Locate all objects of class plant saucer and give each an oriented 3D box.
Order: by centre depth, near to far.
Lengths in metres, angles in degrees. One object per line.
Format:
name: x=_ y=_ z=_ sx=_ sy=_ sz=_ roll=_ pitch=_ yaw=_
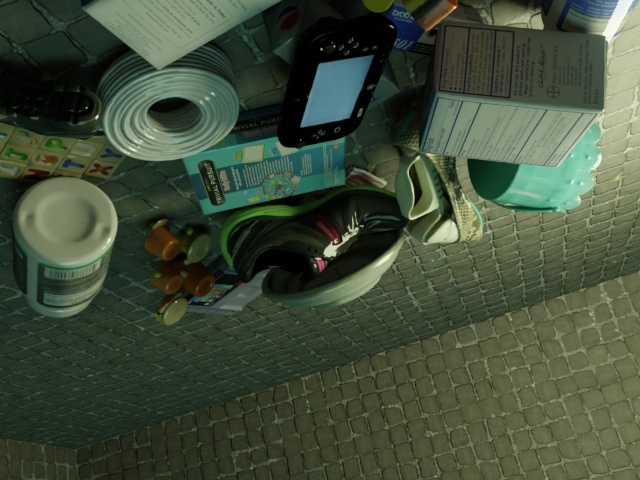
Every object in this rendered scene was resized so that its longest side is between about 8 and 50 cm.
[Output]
plant saucer: x=0.044 y=0.080 z=1.830 sx=0.400 sy=0.101 sz=0.400 roll=-21 pitch=-163 yaw=7

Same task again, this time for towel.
towel: x=0.057 y=-0.117 z=1.790 sx=0.197 sy=0.029 sz=0.144 roll=-31 pitch=151 yaw=32

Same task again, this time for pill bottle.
pill bottle: x=0.474 y=-0.432 z=1.219 sx=0.152 sy=0.152 sz=0.272 roll=-12 pitch=155 yaw=-5
pill bottle: x=-0.569 y=0.031 z=1.548 sx=0.204 sy=0.204 sz=0.361 roll=-2 pitch=156 yaw=-24

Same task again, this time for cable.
cable: x=-0.272 y=-0.248 z=1.263 sx=0.257 sy=0.089 sz=0.257 roll=0 pitch=148 yaw=-29

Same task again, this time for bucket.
bucket: x=0.463 y=-0.200 z=1.564 sx=0.183 sy=0.281 sz=0.281 roll=4 pitch=150 yaw=-16

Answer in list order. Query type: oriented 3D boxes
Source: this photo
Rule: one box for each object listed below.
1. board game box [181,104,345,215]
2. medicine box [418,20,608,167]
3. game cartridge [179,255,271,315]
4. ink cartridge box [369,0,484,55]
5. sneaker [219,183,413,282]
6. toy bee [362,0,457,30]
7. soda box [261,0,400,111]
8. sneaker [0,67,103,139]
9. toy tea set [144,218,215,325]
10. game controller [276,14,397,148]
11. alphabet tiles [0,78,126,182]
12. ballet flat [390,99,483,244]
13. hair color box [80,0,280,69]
board game box: x=-0.116 y=-0.179 z=1.510 sx=0.336 sy=0.079 sz=0.254 roll=-12 pitch=155 yaw=-4
medicine box: x=0.341 y=-0.262 z=1.300 sx=0.289 sy=0.149 sz=0.263 roll=7 pitch=165 yaw=3
game cartridge: x=-0.265 y=0.134 z=2.106 sx=0.230 sy=0.068 sz=0.355 roll=6 pitch=149 yaw=-44
ink cartridge box: x=0.187 y=-0.389 z=1.277 sx=0.207 sy=0.046 sz=0.097 roll=1 pitch=150 yaw=-30
sneaker: x=0.000 y=0.000 z=1.725 sx=0.482 sy=0.202 sz=0.185 roll=-14 pitch=154 yaw=-7
toy bee: x=0.134 y=-0.422 z=1.037 sx=0.195 sy=0.298 sz=0.162 roll=-43 pitch=107 yaw=14
soda box: x=0.027 y=-0.333 z=1.254 sx=0.098 sy=0.091 sz=0.286 roll=-28 pitch=152 yaw=26
sneaker: x=-0.500 y=-0.218 z=1.167 sx=0.267 sy=0.101 sz=0.106 roll=13 pitch=162 yaw=-12
toy tea set: x=-0.382 y=0.056 z=1.824 sx=0.200 sy=0.124 sz=0.336 roll=-38 pitch=149 yaw=-35
game controller: x=0.022 y=-0.264 z=1.207 sx=0.166 sy=0.067 sz=0.319 roll=-6 pitch=156 yaw=-15
alphabet tiles: x=-0.533 y=-0.193 z=1.340 sx=0.342 sy=0.011 sz=0.285 roll=9 pitch=147 yaw=-40
ballet flat: x=0.251 y=-0.105 z=1.625 sx=0.182 sy=0.164 sz=0.483 roll=-53 pitch=141 yaw=-20
hair color box: x=-0.154 y=-0.401 z=1.001 sx=0.347 sy=0.105 sz=0.174 roll=-23 pitch=154 yaw=18
